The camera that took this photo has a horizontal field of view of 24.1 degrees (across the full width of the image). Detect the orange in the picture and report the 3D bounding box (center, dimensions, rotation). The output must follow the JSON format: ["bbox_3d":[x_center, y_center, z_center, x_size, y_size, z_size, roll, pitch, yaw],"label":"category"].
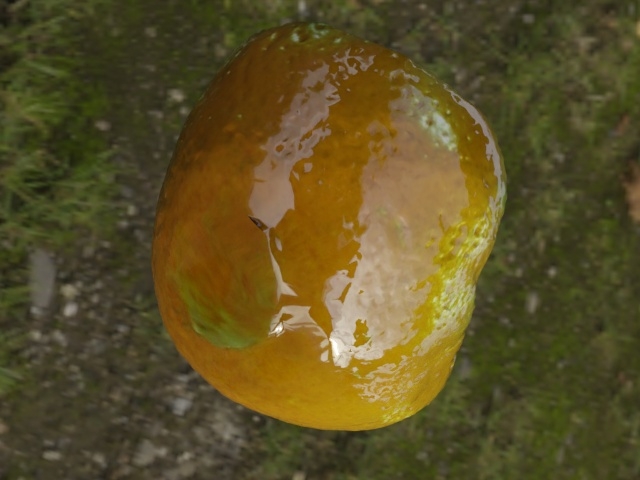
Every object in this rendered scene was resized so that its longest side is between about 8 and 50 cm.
[{"bbox_3d":[-0.004,0.005,1.143,0.196,0.263,0.334,-46,159,-63],"label":"orange"}]
